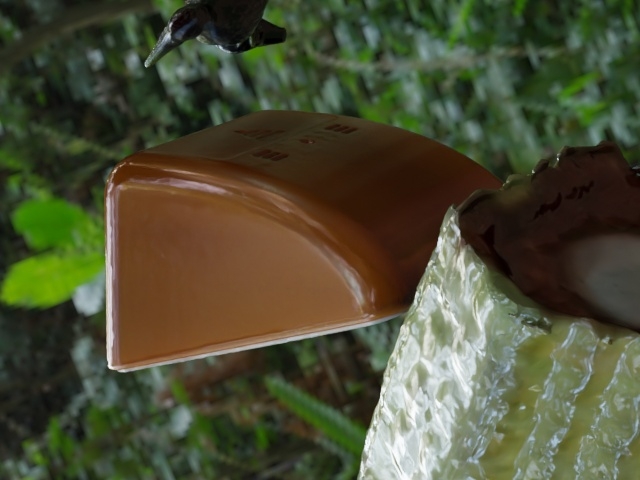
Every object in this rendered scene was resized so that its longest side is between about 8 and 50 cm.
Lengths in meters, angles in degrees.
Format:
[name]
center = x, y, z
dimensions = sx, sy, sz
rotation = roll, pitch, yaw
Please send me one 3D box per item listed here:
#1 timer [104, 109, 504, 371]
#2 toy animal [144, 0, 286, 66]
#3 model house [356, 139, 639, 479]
[timer]
center = 0.000, 0.000, 1.338
dimensions = 0.250, 0.257, 0.161
rotation = 4, 105, 29
[toy animal]
center = -0.071, -0.172, 1.318
dimensions = 0.070, 0.202, 0.105
rotation = 31, 112, 10
[model house]
center = 0.128, 0.076, 0.708
dimensions = 0.160, 0.254, 0.196
rotation = -118, 34, -47
